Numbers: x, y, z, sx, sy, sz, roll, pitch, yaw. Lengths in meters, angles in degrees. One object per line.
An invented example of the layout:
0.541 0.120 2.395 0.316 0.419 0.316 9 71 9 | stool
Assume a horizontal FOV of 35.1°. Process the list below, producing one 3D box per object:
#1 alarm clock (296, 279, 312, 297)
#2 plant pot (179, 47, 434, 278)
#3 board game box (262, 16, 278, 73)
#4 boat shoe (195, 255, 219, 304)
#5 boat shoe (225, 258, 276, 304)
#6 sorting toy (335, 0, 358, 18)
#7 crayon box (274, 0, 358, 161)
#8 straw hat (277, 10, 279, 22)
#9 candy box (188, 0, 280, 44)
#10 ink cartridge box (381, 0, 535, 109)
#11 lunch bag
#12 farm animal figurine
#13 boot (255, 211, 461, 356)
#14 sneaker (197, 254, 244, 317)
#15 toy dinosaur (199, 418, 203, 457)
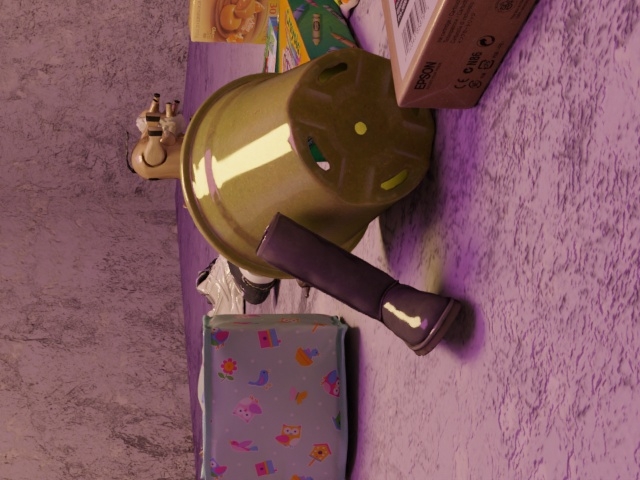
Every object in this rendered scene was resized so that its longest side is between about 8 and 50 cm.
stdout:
0.000 0.000 1.563 0.192 0.064 0.129 109 158 -60 | alarm clock
0.000 -0.106 1.214 0.254 0.276 0.276 158 112 -63 | plant pot
-0.078 -0.314 1.961 0.211 0.039 0.160 -107 22 -50 | board game box
-0.286 0.111 2.721 0.301 0.102 0.108 -127 39 -69 | boat shoe
-0.164 0.010 2.168 0.302 0.114 0.091 -104 25 -49 | boat shoe
0.033 -0.371 1.501 0.075 0.045 0.083 73 -170 -64 | sorting toy
-0.008 -0.262 1.552 0.278 0.081 0.165 -107 19 -52 | crayon box
-0.042 -0.382 1.758 0.144 0.061 0.144 180 90 -78 | straw hat
-0.159 -0.549 1.995 0.087 0.183 0.316 -109 23 -53 | candy box
0.128 -0.266 0.958 0.234 0.088 0.193 112 153 -61 | ink cartridge box
-0.070 0.246 1.514 0.160 0.224 0.262 -141 50 -81 | lunch bag
-0.259 -0.160 2.166 0.330 0.327 0.172 -84 6 -60 | farm animal figurine
0.034 0.039 1.092 0.076 0.208 0.190 -55 9 -13 | boot
-0.250 0.096 2.536 0.090 0.115 0.232 144 125 -74 | sneaker
-0.205 0.381 2.347 0.200 0.127 0.295 -111 29 -74 | toy dinosaur
